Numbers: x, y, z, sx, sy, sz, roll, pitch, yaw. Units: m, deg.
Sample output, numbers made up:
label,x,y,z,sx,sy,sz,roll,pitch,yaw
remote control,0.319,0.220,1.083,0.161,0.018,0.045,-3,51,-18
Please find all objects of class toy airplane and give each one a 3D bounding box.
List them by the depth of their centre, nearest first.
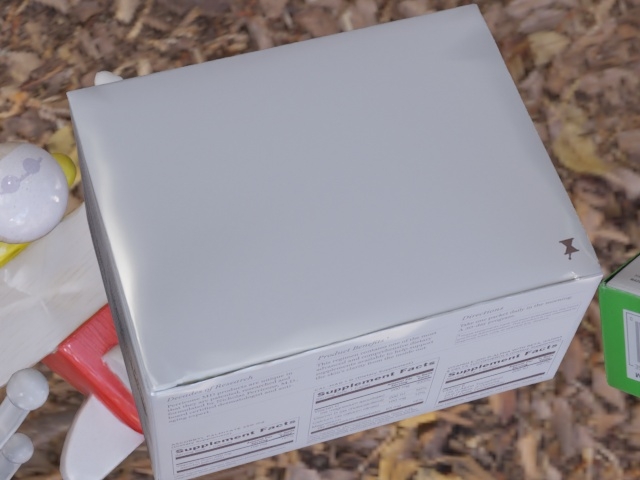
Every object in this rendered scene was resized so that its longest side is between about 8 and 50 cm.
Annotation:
label,x,y,z,sx,sy,sz,roll,pitch,yaw
toy airplane,-0.251,0.025,1.197,0.384,0.272,0.386,2,60,-9

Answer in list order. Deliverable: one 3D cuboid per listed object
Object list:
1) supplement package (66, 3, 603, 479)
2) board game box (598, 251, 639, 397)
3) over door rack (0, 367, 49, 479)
label,x,y,z,sx,sy,sz,roll,pitch,yaw
supplement package,0.000,0.000,0.826,0.262,0.145,0.204,-14,62,-12
board game box,0.331,0.005,0.684,0.316,0.242,0.064,-33,126,-34
over door rack,-0.099,0.171,0.627,0.239,0.324,0.108,43,82,7
